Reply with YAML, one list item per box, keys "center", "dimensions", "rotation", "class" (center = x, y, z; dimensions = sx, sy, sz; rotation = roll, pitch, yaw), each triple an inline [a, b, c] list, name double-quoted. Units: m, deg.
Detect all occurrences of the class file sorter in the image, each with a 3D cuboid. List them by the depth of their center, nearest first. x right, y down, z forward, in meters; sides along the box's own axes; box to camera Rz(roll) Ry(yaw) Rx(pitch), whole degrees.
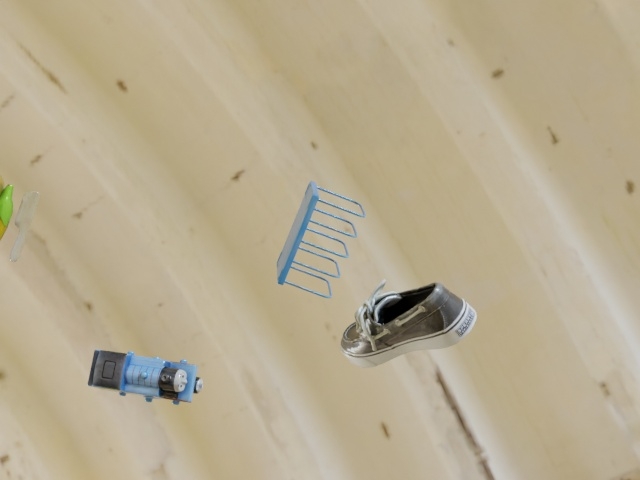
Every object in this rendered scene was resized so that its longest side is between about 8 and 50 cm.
- center: [0.000, 0.000, 1.746]
  dimensions: [0.105, 0.118, 0.170]
  rotation: [20, -77, -9]
  class: "file sorter"

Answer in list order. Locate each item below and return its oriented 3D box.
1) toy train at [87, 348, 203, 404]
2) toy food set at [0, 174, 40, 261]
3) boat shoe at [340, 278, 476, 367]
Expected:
- center: [-0.290, 0.227, 1.634]
  dimensions: [0.184, 0.080, 0.105]
  rotation: [7, -11, 14]
  class: "toy train"
- center: [-0.522, -0.049, 1.460]
  dimensions: [0.192, 0.132, 0.038]
  rotation: [18, -12, -23]
  class: "toy food set"
- center: [0.112, 0.129, 1.585]
  dimensions: [0.113, 0.105, 0.306]
  rotation: [-55, 19, -26]
  class: "boat shoe"
